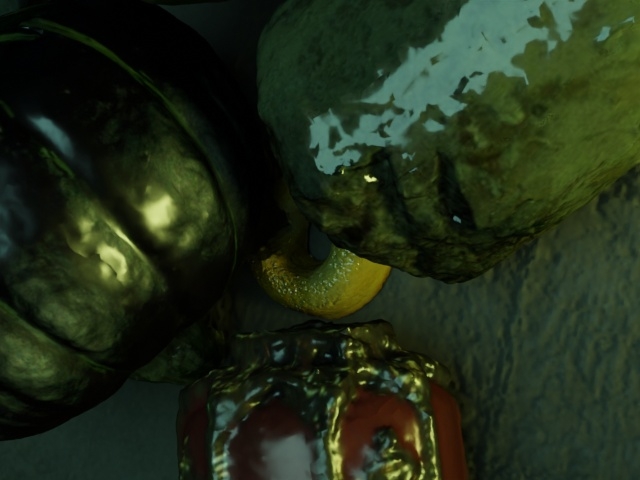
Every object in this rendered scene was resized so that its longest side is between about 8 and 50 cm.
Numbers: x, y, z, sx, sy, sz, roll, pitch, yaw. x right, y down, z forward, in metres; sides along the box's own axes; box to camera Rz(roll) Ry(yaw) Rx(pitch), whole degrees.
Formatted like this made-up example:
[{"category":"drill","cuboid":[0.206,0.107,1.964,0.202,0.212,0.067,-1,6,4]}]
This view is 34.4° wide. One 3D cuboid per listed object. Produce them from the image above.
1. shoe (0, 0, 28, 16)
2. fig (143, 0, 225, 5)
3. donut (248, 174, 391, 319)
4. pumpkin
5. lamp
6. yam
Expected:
[{"category":"shoe","cuboid":[-0.285,-0.232,0.803,0.195,0.079,0.078,25,64,30]},{"category":"fig","cuboid":[-0.072,-0.296,0.585,0.233,0.233,0.314,-23,71,22]},{"category":"donut","cuboid":[0.000,0.000,0.683,0.097,0.043,0.108,17,100,23]},{"category":"pumpkin","cuboid":[-0.154,0.007,0.637,0.296,0.296,0.295,0,89,24]},{"category":"lamp","cuboid":[0.007,0.184,0.614,0.177,0.177,0.274,-7,89,23]},{"category":"yam","cuboid":[0.115,-0.118,0.555,0.300,0.195,0.195,-37,76,19]}]
